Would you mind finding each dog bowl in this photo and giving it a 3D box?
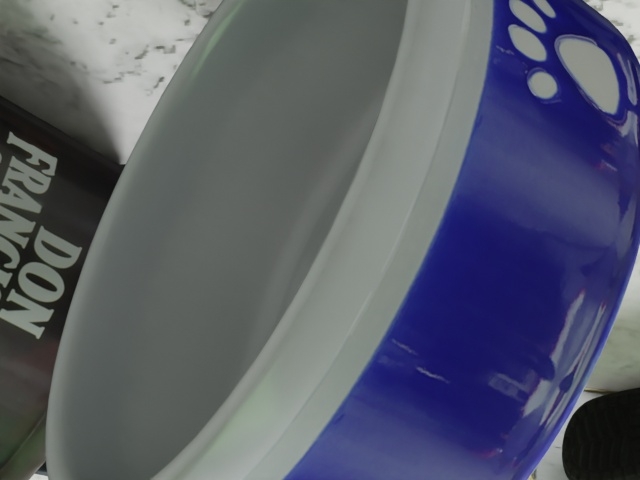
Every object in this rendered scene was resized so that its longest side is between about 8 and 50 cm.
[{"bbox_3d":[0.000,0.000,0.522,0.104,0.264,0.265,26,145,-23],"label":"dog bowl"}]

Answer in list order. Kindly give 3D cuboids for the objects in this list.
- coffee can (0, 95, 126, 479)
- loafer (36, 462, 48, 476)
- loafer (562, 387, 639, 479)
[{"bbox_3d":[-0.249,-0.010,0.659,0.275,0.201,0.201,30,144,-23],"label":"coffee can"},{"bbox_3d":[-0.205,0.107,0.934,0.303,0.109,0.095,2,165,29],"label":"loafer"},{"bbox_3d":[0.252,0.115,0.786,0.220,0.080,0.078,-11,150,41],"label":"loafer"}]
